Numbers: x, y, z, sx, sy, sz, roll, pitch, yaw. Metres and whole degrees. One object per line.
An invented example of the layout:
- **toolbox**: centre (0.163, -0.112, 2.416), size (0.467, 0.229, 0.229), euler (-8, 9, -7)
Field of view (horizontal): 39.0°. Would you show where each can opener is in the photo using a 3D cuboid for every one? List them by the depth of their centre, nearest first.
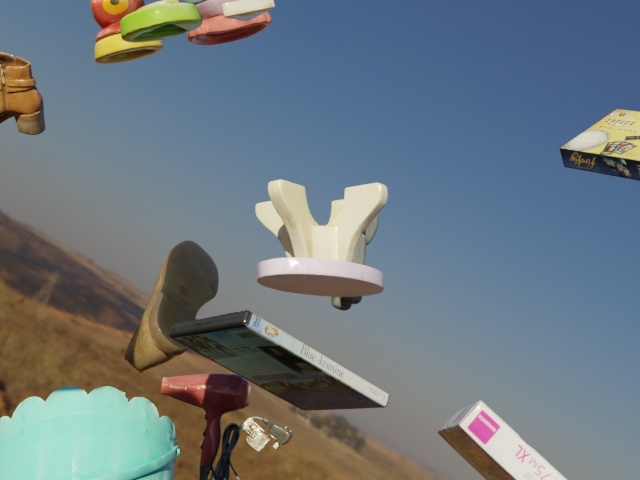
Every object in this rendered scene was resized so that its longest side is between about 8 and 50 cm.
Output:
- **can opener**: centre (0.085, 0.024, 1.940), size (0.095, 0.283, 0.076), euler (23, -37, -25)

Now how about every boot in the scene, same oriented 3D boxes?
- **boot**: centre (-0.256, 0.105, 1.529), size (0.112, 0.115, 0.305), euler (43, 27, -16)
- **boot**: centre (-0.624, -0.291, 1.738), size (0.197, 0.073, 0.152), euler (8, -49, 9)

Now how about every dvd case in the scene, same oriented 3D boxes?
- **dvd case**: centre (-0.056, 0.166, 1.202), size (0.253, 0.022, 0.180), euler (34, -29, -30)

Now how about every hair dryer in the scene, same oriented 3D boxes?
- **hair dryer**: centre (-0.223, 0.386, 1.908), size (0.293, 0.223, 0.080), euler (45, -19, 9)

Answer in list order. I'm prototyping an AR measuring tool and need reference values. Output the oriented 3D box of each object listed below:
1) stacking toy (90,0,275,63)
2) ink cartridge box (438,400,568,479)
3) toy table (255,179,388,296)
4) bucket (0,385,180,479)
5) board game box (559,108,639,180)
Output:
- **stacking toy**: centre (-0.235, -0.408, 1.531), size (0.309, 0.130, 0.279), euler (-15, 4, -18)
- **ink cartridge box**: centre (0.293, 0.360, 1.510), size (0.186, 0.065, 0.311), euler (43, -8, 10)
- **toy table**: centre (0.000, 0.000, 1.514), size (0.252, 0.161, 0.274), euler (-5, -12, 21)
- **bucket**: centre (-0.337, 0.358, 1.272), size (0.281, 0.281, 0.183), euler (35, 25, -34)
- **board game box**: centre (0.569, -0.166, 1.582), size (0.243, 0.165, 0.042), euler (21, -42, 54)
